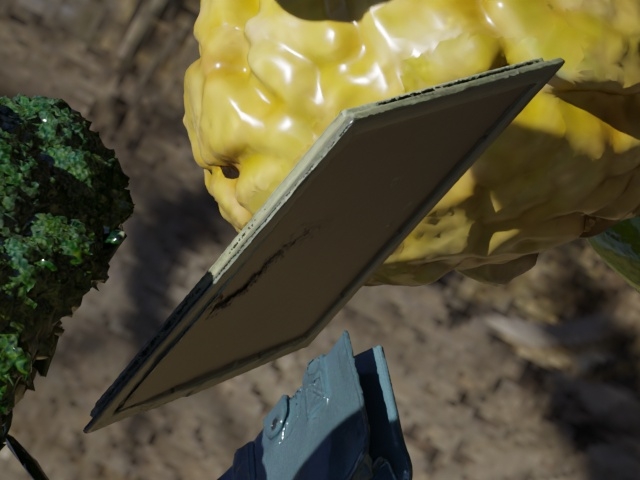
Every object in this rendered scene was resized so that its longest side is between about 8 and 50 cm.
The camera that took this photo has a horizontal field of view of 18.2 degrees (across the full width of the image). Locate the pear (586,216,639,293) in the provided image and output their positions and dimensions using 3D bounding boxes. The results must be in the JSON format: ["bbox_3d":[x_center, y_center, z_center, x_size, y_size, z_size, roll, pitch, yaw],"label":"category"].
[{"bbox_3d":[0.338,-0.066,1.731,0.139,0.239,0.288,-61,-6,-83],"label":"pear"}]

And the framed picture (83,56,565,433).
[{"bbox_3d":[0.000,0.000,1.115,0.216,0.016,0.273,-19,-24,-53],"label":"framed picture"}]

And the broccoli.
[{"bbox_3d":[-0.223,0.041,1.000,0.321,0.303,0.283,-46,-50,-52],"label":"broccoli"}]

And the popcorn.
[{"bbox_3d":[0.095,-0.143,1.501,0.354,0.390,0.344,-41,56,53],"label":"popcorn"}]

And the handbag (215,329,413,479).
[{"bbox_3d":[-0.015,0.206,1.758,0.229,0.062,0.179,-49,34,30],"label":"handbag"}]
